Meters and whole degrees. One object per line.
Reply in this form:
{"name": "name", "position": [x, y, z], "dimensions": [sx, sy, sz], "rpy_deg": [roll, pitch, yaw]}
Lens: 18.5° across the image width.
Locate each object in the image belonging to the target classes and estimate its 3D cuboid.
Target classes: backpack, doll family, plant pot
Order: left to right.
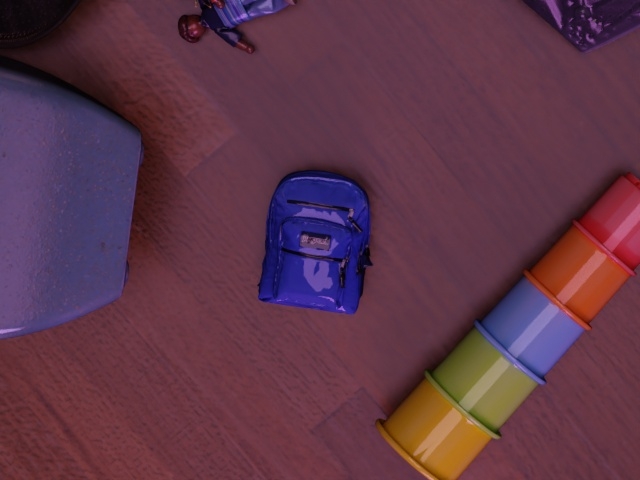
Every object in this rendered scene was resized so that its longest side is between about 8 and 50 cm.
{"name": "plant pot", "position": [-0.288, -0.042, 1.672], "dimensions": [0.252, 0.247, 0.247], "rpy_deg": [6, 98, -15]}
{"name": "doll family", "position": [-0.103, -0.250, 1.703], "dimensions": [0.111, 0.076, 0.193], "rpy_deg": [-23, 93, 17]}
{"name": "backpack", "position": [0.000, 0.000, 1.721], "dimensions": [0.098, 0.101, 0.120], "rpy_deg": [8, 94, -4]}

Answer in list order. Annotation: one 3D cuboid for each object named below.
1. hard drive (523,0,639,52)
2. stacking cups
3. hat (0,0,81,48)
{"name": "hard drive", "position": [0.257, -0.269, 1.615], "dimensions": [0.172, 0.054, 0.255], "rpy_deg": [38, 137, -20]}
{"name": "stacking cups", "position": [0.180, 0.071, 1.726], "dimensions": [0.096, 0.096, 0.316], "rpy_deg": [39, 95, -1]}
{"name": "hat", "position": [-0.299, -0.327, 1.650], "dimensions": [0.331, 0.134, 0.331], "rpy_deg": [1, 94, 21]}
